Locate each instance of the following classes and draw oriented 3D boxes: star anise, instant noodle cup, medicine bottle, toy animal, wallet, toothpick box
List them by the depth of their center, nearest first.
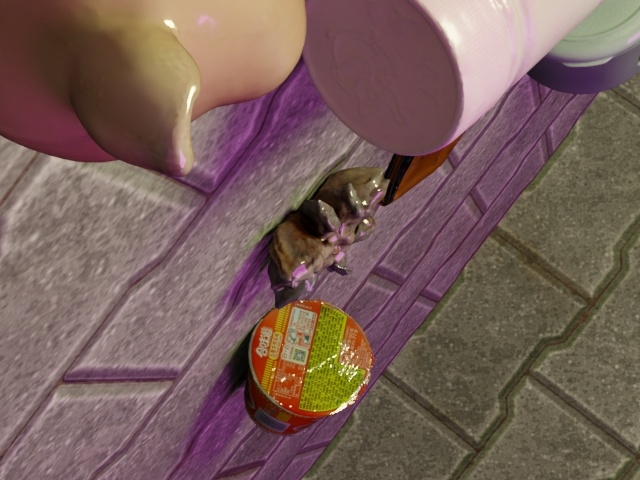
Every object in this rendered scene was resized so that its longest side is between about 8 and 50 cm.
[{"bbox_3d":[-0.093,-0.185,0.537,0.269,0.237,0.326,-55,164,-26],"label":"toy animal"},{"bbox_3d":[0.147,-0.247,1.133,0.316,0.202,0.202,-43,163,-34],"label":"medicine bottle"},{"bbox_3d":[0.000,0.000,1.503,0.229,0.093,0.236,-58,166,22],"label":"star anise"},{"bbox_3d":[0.338,-0.323,1.531,0.263,0.263,0.355,-54,167,6],"label":"toothpick box"},{"bbox_3d":[0.168,-0.154,1.774,0.161,0.042,0.195,-34,160,-40],"label":"wallet"},{"bbox_3d":[-0.037,0.216,1.784,0.193,0.193,0.212,-45,172,-27],"label":"instant noodle cup"}]
